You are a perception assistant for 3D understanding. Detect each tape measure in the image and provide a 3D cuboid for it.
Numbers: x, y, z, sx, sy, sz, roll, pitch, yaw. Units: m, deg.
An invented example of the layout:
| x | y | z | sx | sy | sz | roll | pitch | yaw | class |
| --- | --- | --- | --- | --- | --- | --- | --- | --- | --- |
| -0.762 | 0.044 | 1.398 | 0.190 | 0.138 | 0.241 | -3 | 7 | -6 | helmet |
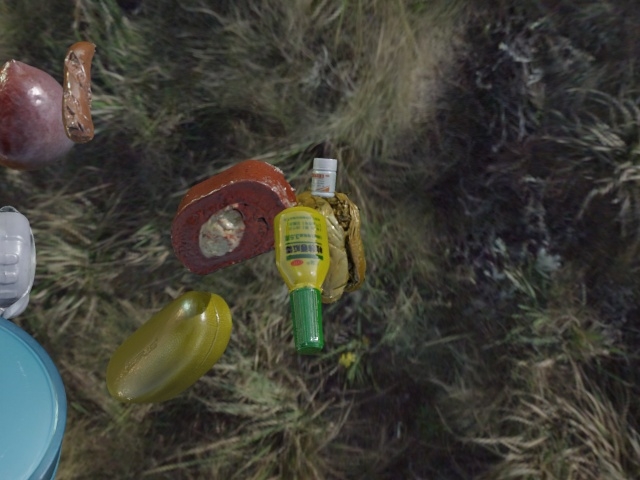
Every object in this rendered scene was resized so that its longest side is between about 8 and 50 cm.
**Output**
| x | y | z | sx | sy | sz | roll | pitch | yaw | class |
| --- | --- | --- | --- | --- | --- | --- | --- | --- | --- |
| -0.615 | 0.040 | 1.346 | 0.120 | 0.236 | 0.197 | 1 | 122 | -26 | tape measure |

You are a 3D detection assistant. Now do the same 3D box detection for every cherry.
| x | y | z | sx | sy | sz | roll | pitch | yaw | class |
| --- | --- | --- | --- | --- | --- | --- | --- | --- | --- |
| -0.685 | -0.289 | 1.634 | 0.239 | 0.239 | 0.206 | -44 | 78 | 9 | cherry |

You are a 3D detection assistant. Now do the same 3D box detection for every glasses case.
| x | y | z | sx | sy | sz | roll | pitch | yaw | class |
| --- | --- | --- | --- | --- | --- | --- | --- | --- | --- |
| -0.371 | 0.271 | 1.641 | 0.371 | 0.141 | 0.173 | -39 | 61 | 25 | glasses case |

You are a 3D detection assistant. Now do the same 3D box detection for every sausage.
| x | y | z | sx | sy | sz | roll | pitch | yaw | class |
| --- | --- | --- | --- | --- | --- | --- | --- | --- | --- |
| -0.313 | -0.197 | 0.895 | 0.036 | 0.042 | 0.158 | -21 | 60 | 27 | sausage |

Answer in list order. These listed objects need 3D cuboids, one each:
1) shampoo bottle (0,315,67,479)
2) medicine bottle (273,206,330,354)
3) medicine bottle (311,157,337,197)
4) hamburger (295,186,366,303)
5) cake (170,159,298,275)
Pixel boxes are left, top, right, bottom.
| x | y | z | sx | sy | sz | roll | pitch | yaw | class |
| --- | --- | --- | --- | --- | --- | --- | --- | --- | --- |
| -0.508 | 0.306 | 0.854 | 0.331 | 0.331 | 0.343 | 25 | 127 | -2 | shampoo bottle |
| -0.028 | 0.065 | 1.176 | 0.094 | 0.064 | 0.261 | 1 | 62 | -11 | medicine bottle |
| 0.008 | -0.147 | 1.619 | 0.057 | 0.057 | 0.089 | 5 | 97 | 2 | medicine bottle |
| 0.000 | 0.000 | 1.752 | 0.158 | 0.318 | 0.319 | -13 | 100 | -22 | hamburger |
| -0.183 | -0.054 | 1.450 | 0.282 | 0.151 | 0.177 | -19 | 113 | 11 | cake |
